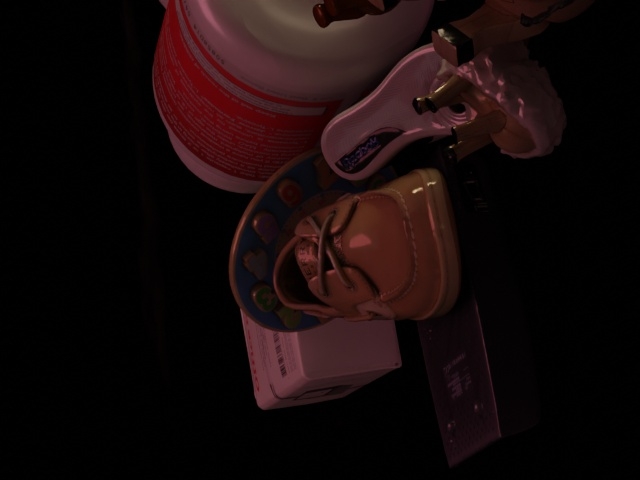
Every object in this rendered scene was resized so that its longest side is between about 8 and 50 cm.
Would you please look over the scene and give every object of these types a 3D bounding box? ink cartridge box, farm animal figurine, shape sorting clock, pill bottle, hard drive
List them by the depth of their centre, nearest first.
[{"bbox_3d":[0.096,-0.261,1.169,0.326,0.172,0.330,53,161,29],"label":"farm animal figurine"},{"bbox_3d":[0.127,0.059,1.437,0.172,0.054,0.254,123,138,-69],"label":"hard drive"},{"bbox_3d":[0.000,0.000,1.622,0.040,0.206,0.206,38,139,39],"label":"shape sorting clock"},{"bbox_3d":[-0.043,-0.188,1.622,0.407,0.229,0.229,126,135,-70],"label":"pill bottle"},{"bbox_3d":[-0.010,0.073,1.867,0.273,0.115,0.198,136,126,-73],"label":"ink cartridge box"}]

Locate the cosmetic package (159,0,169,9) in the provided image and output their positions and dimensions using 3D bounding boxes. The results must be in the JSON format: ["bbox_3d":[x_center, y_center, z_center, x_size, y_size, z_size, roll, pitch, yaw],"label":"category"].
[{"bbox_3d":[-0.099,-0.424,1.725,0.155,0.197,0.365,50,152,25],"label":"cosmetic package"}]

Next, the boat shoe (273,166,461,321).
[{"bbox_3d":[0.035,0.020,1.436,0.341,0.110,0.121,137,125,-73],"label":"boat shoe"}]

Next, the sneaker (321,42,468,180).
[{"bbox_3d":[0.104,-0.130,1.390,0.217,0.121,0.079,-25,97,43],"label":"sneaker"}]
